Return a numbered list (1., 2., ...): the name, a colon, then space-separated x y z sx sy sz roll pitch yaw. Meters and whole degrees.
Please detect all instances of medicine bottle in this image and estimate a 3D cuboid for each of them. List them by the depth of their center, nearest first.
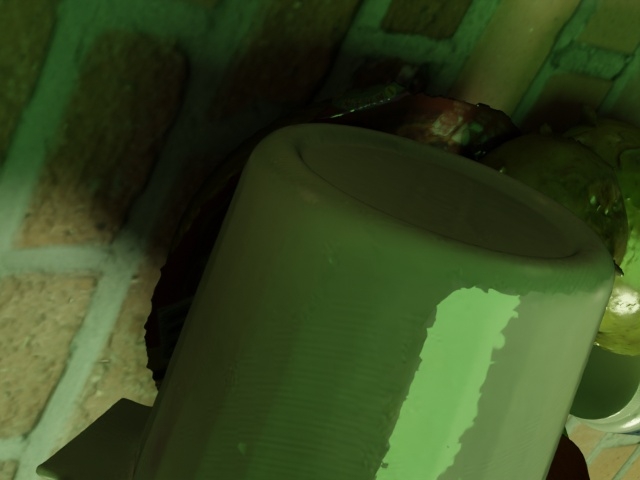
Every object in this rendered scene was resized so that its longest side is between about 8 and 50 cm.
1. medicine bottle: 0.276 0.124 1.010 0.103 0.103 0.187 -49 149 14

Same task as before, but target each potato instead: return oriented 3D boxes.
1. potato: 0.152 0.015 0.692 0.101 0.089 0.172 -27 137 -17
2. potato: 0.233 0.002 0.850 0.248 0.143 0.169 20 99 -56

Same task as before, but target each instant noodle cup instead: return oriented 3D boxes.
1. instant noodle cup: 0.000 0.000 0.708 0.274 0.090 0.274 -21 137 -20

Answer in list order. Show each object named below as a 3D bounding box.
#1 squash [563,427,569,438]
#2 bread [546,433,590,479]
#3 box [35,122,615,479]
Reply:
1. squash: 0.142 0.202 1.003 0.203 0.111 0.288 -33 142 -4
2. bread: 0.069 0.248 0.860 0.295 0.114 0.327 3 143 -16
3. box: 0.003 0.060 0.547 0.291 0.262 0.206 9 110 -29
